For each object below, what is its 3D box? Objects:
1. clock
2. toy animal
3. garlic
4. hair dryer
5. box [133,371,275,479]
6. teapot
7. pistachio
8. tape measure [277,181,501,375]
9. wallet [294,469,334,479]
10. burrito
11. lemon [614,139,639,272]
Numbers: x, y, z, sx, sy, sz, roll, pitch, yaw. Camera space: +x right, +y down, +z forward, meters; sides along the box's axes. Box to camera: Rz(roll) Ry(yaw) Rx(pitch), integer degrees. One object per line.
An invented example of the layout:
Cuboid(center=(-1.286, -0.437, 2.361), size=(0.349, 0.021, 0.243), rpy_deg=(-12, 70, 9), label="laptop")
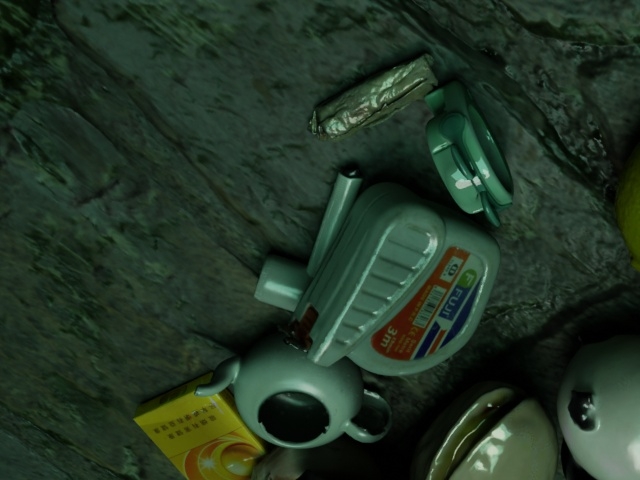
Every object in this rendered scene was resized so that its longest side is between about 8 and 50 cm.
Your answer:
Cuboid(center=(0.178, -0.100, 1.165), size=(0.060, 0.188, 0.148), rpy_deg=(-25, 114, 19), label="clock")
Cuboid(center=(0.440, 0.278, 1.346), size=(0.251, 0.251, 0.310), rpy_deg=(-18, 114, 16), label="toy animal")
Cuboid(center=(0.032, 0.378, 1.533), size=(0.267, 0.128, 0.148), rpy_deg=(24, 154, -16), label="garlic")
Cuboid(center=(0.000, 0.000, 1.319), size=(0.131, 0.073, 0.236), rpy_deg=(18, 119, -4), label="hair dryer")
Cuboid(center=(-0.161, 0.340, 1.560), size=(0.152, 0.043, 0.269), rpy_deg=(-25, 116, 19), label="box")
Cuboid(center=(-0.032, 0.226, 1.425), size=(0.294, 0.129, 0.193), rpy_deg=(19, 123, -5), label="teapot")
Cuboid(center=(0.236, 0.328, 1.417), size=(0.226, 0.208, 0.331), rpy_deg=(-13, 138, -35), label="pistachio")
Cuboid(center=(0.099, 0.059, 1.275), size=(0.246, 0.125, 0.243), rpy_deg=(22, 105, -31), label="tape measure")
Cuboid(center=(0.106, 0.456, 1.456), size=(0.197, 0.051, 0.377), rpy_deg=(11, 149, 40), label="wallet")
Cuboid(center=(0.064, -0.174, 1.216), size=(0.188, 0.045, 0.058), rpy_deg=(-25, 86, 23), label="burrito")
Cuboid(center=(0.454, -0.050, 1.174), size=(0.184, 0.184, 0.248), rpy_deg=(15, 122, -4), label="lemon")
